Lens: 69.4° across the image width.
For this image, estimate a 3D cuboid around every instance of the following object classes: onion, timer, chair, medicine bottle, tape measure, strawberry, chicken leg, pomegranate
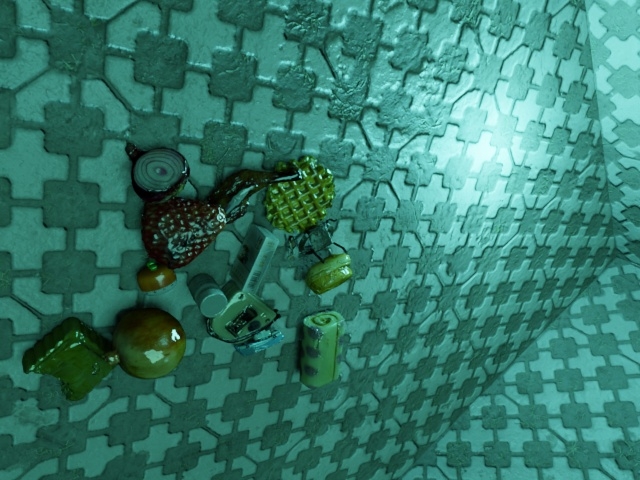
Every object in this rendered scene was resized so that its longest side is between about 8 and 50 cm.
[{"bbox_3d":[-0.538,-0.222,1.482,0.218,0.140,0.195,35,69,0],"label":"onion"},{"bbox_3d":[-0.583,0.125,1.634,0.136,0.099,0.136,-7,108,-22],"label":"timer"},{"bbox_3d":[0.000,0.000,1.893,0.174,0.213,0.149,-26,101,-19],"label":"chair"},{"bbox_3d":[-0.421,0.203,1.723,0.105,0.168,0.104,-13,118,-25],"label":"medicine bottle"},{"bbox_3d":[-0.320,0.321,1.867,0.231,0.133,0.271,-49,130,-3],"label":"tape measure"},{"bbox_3d":[-0.469,-0.008,1.566,0.281,0.150,0.253,5,116,-12],"label":"strawberry"},{"bbox_3d":[-0.258,-0.178,1.662,0.407,0.096,0.157,-31,126,-5],"label":"chicken leg"},{"bbox_3d":[-0.620,0.369,1.623,0.271,0.252,0.228,-20,141,-46],"label":"pomegranate"}]

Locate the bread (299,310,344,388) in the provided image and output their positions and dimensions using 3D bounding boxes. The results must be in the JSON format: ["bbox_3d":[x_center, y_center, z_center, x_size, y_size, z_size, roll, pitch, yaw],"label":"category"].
[{"bbox_3d":[0.000,0.504,2.134,0.187,0.155,0.338,-12,116,-36],"label":"bread"}]

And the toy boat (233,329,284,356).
[{"bbox_3d":[-0.268,0.420,1.987,0.215,0.088,0.102,-21,87,-22],"label":"toy boat"}]

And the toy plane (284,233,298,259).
[{"bbox_3d":[-0.120,0.024,1.912,0.049,0.031,0.120,-16,117,-19],"label":"toy plane"}]

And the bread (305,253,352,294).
[{"bbox_3d":[0.033,0.140,1.950,0.198,0.120,0.236,-22,166,-18],"label":"bread"}]

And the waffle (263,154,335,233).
[{"bbox_3d":[-0.074,-0.175,1.822,0.302,0.068,0.324,8,113,-32],"label":"waffle"}]

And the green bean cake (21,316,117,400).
[{"bbox_3d":[-0.855,0.420,1.586,0.233,0.124,0.236,-42,127,-8],"label":"green bean cake"}]

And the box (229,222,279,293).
[{"bbox_3d":[-0.256,0.067,1.772,0.067,0.149,0.233,17,102,-39],"label":"box"}]
